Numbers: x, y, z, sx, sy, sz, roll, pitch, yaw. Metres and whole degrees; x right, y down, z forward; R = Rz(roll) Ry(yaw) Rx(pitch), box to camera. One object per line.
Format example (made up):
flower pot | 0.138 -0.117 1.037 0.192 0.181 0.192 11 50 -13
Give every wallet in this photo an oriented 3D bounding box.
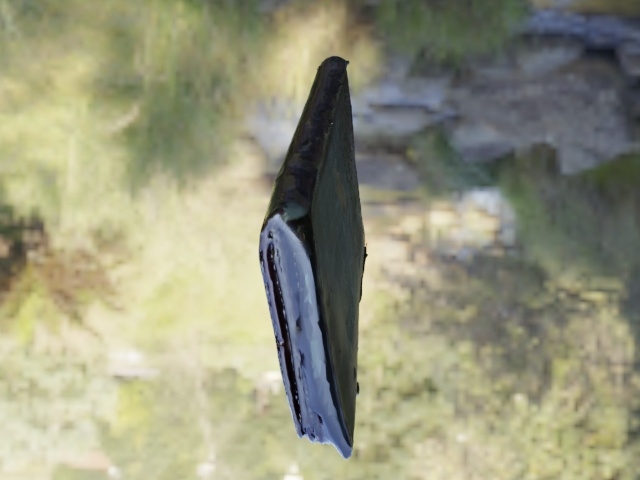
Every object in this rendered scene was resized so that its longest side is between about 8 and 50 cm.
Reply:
wallet | 0.000 0.000 0.807 0.031 0.121 0.232 -5 -158 6
